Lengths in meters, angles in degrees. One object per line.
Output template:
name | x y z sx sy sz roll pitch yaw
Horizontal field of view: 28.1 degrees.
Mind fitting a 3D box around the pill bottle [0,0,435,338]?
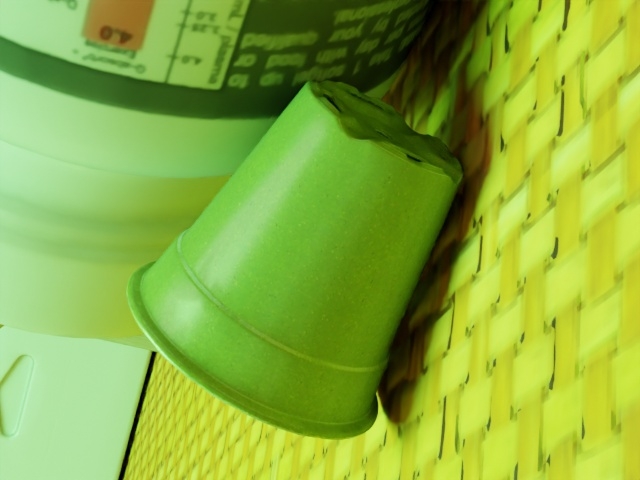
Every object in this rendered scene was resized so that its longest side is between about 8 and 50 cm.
pill bottle | -0.044 -0.152 0.386 0.210 0.210 0.363 -91 19 -49

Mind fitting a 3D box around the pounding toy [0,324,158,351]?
pounding toy | -0.143 0.012 0.811 0.100 0.141 0.130 -130 55 -74

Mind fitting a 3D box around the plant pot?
plant pot | 0.000 0.000 0.364 0.079 0.083 0.083 -58 18 19

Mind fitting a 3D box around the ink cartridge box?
ink cartridge box | -0.228 0.100 1.120 0.307 0.129 0.223 -134 59 -76
